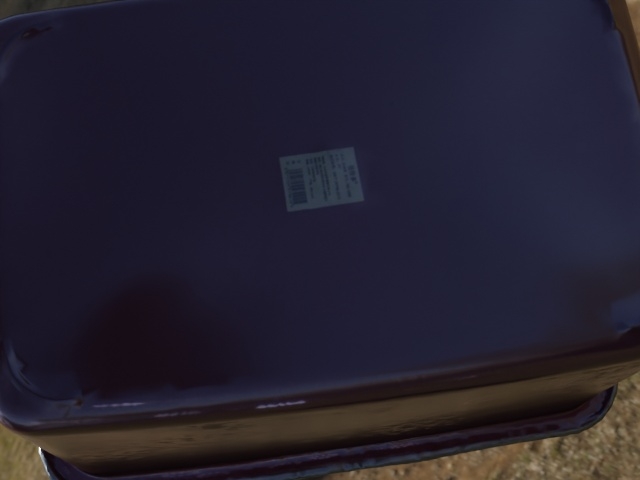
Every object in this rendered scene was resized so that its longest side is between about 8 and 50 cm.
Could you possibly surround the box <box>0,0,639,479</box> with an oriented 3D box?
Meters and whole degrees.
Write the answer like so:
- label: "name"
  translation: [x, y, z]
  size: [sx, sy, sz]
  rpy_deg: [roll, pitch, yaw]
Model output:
- label: "box"
  translation: [0.000, 0.000, 0.394]
  size: [0.167, 0.294, 0.193]
  rpy_deg: [98, 164, -75]
